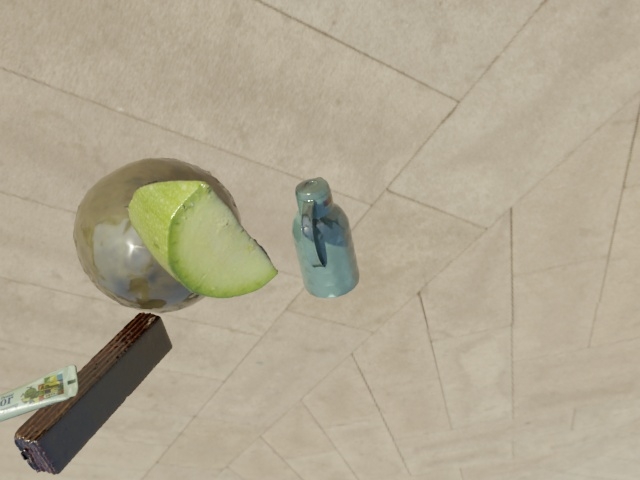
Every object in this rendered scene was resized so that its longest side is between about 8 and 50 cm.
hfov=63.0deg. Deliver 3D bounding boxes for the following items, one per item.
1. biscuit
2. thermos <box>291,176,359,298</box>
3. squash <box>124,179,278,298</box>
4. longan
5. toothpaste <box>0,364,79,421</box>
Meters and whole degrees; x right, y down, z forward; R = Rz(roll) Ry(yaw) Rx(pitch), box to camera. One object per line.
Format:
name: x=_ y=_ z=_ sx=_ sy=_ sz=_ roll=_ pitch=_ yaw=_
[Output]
biscuit: x=-0.474 y=0.318 z=1.136 sx=0.073 sy=0.388 sz=0.107 roll=6 pitch=124 yaw=26
thermos: x=0.000 y=0.000 z=1.232 sx=0.145 sy=0.182 sz=0.287 roll=-3 pitch=125 yaw=16
squash: x=-0.174 y=0.020 z=0.656 sx=0.184 sy=0.085 sz=0.192 roll=-3 pitch=138 yaw=32
longan: x=-0.423 y=-0.012 z=1.359 sx=0.404 sy=0.436 sz=0.404 roll=10 pitch=122 yaw=17
toothpaste: x=-0.572 y=0.302 z=0.960 sx=0.255 sy=0.067 sz=0.037 roll=-20 pitch=144 yaw=-7
